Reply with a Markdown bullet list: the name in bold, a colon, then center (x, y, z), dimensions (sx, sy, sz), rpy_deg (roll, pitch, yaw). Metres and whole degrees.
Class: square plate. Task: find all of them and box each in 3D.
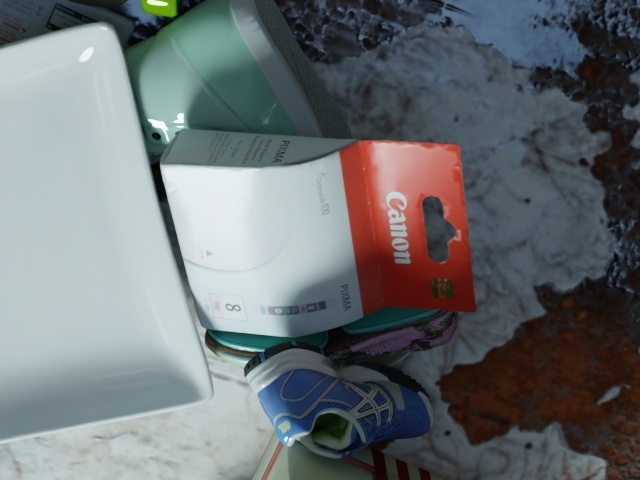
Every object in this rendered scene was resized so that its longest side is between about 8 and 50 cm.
- **square plate**: center (-0.294, 0.010, 1.521), dimensions (0.347, 0.049, 0.344), rpy_deg (-12, 110, 5)

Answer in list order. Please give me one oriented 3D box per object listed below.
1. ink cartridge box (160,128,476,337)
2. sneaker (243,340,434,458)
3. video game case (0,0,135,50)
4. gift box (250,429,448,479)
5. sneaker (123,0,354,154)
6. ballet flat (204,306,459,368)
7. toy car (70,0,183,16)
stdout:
- **ink cartridge box**: center (0.000, 0.000, 1.471), dimensions (0.232, 0.066, 0.189), rpy_deg (7, 134, 19)
- **sneaker**: center (0.021, 0.150, 1.536), dimensions (0.211, 0.081, 0.080), rpy_deg (16, 135, -44)
- **video game case**: center (-0.283, -0.142, 1.513), dimensions (0.201, 0.023, 0.183), rpy_deg (24, 102, -10)
- **gift box**: center (0.008, 0.325, 1.533), dimensions (0.255, 0.258, 0.276), rpy_deg (28, 105, -10)
- **sneaker**: center (-0.063, -0.081, 1.515), dimensions (0.151, 0.094, 0.256), rpy_deg (-21, 115, 18)
- **ballet flat**: center (0.013, 0.089, 1.573), dimensions (0.221, 0.077, 0.079), rpy_deg (-11, 130, 0)
- **toy car**: center (-0.175, -0.288, 1.427), dimensions (0.155, 0.149, 0.188), rpy_deg (10, 80, 2)
